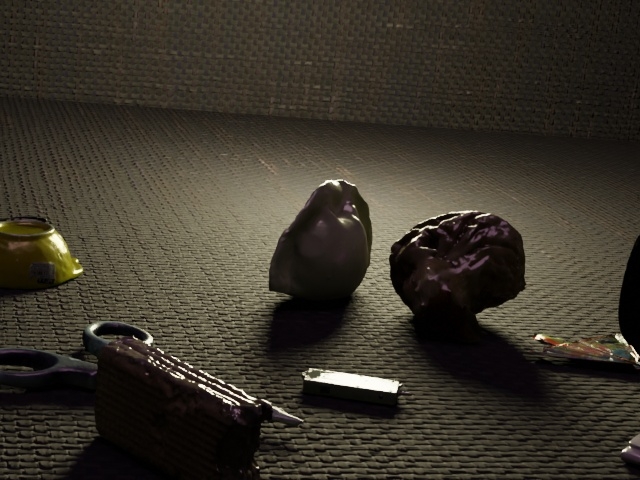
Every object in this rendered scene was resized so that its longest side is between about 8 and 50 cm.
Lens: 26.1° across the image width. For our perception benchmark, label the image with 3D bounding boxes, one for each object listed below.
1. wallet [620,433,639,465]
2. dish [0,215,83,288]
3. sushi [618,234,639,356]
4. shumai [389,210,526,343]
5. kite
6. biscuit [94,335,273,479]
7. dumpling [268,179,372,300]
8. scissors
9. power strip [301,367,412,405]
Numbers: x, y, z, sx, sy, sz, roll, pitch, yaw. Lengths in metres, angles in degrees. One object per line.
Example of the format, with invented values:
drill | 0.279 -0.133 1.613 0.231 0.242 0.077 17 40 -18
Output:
wallet | 0.403 0.250 1.544 0.122 0.025 0.061 17 23 35
dish | -0.432 0.013 2.013 0.149 0.080 0.207 16 18 33
sushi | 0.554 0.094 1.653 0.328 0.328 0.285 6 24 -6
shumai | 0.195 0.058 1.982 0.206 0.166 0.175 -15 17 16
kite | 0.384 0.155 1.952 0.183 0.014 0.241 14 15 39
biscuit | -0.143 0.179 1.392 0.062 0.108 0.239 -10 21 -44
dumpling | 0.000 0.000 2.051 0.131 0.179 0.252 22 18 35
scissors | -0.195 0.169 1.585 0.383 0.029 0.256 17 18 35
power strip | 0.044 0.179 1.674 0.136 0.019 0.051 8 12 5
